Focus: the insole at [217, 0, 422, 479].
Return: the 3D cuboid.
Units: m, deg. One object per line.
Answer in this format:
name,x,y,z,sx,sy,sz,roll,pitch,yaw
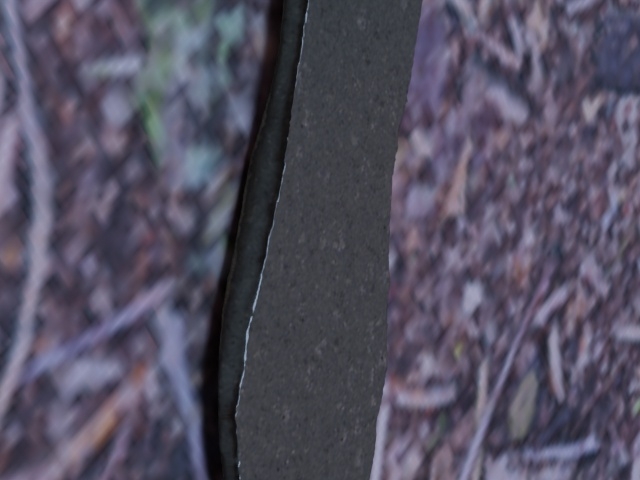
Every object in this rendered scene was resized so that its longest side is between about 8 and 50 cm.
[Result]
insole,0.000,0.000,0.400,0.063,0.010,0.192,-3,102,-51
